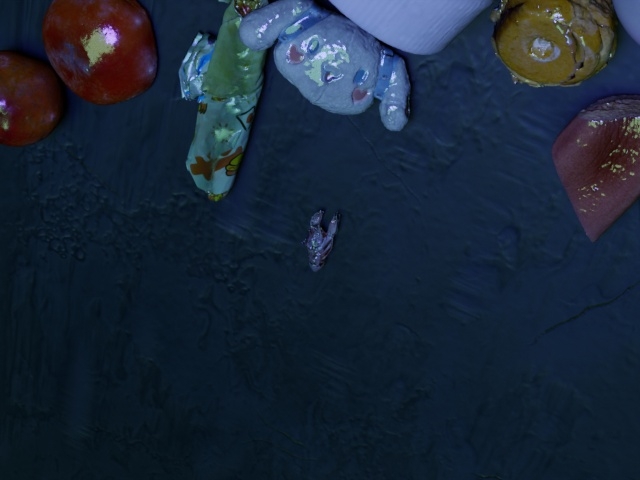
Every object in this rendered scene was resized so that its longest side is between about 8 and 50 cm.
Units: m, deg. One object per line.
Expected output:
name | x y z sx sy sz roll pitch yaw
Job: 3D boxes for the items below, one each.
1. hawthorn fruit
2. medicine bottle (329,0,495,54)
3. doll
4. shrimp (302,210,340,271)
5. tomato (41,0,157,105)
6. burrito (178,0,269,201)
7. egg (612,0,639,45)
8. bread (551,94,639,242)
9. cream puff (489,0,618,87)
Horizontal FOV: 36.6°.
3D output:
hawthorn fruit | -0.398 -0.174 1.234 0.125 0.140 0.125 37 159 16
medicine bottle | 0.155 -0.350 0.818 0.211 0.211 0.371 43 127 -4
doll | 0.013 -0.196 1.057 0.214 0.071 0.103 32 111 -11
shrimp | -0.002 -0.004 1.212 0.038 0.029 0.092 31 122 15
tomato | -0.277 -0.228 1.176 0.156 0.069 0.155 12 124 18
burrito | -0.123 -0.178 1.148 0.104 0.054 0.288 27 128 10
egg | 0.323 -0.224 0.883 0.103 0.103 0.135 -26 107 34
bread | 0.302 -0.092 0.993 0.119 0.067 0.192 32 128 -6
cream puff | 0.229 -0.206 0.936 0.119 0.104 0.133 17 157 25
